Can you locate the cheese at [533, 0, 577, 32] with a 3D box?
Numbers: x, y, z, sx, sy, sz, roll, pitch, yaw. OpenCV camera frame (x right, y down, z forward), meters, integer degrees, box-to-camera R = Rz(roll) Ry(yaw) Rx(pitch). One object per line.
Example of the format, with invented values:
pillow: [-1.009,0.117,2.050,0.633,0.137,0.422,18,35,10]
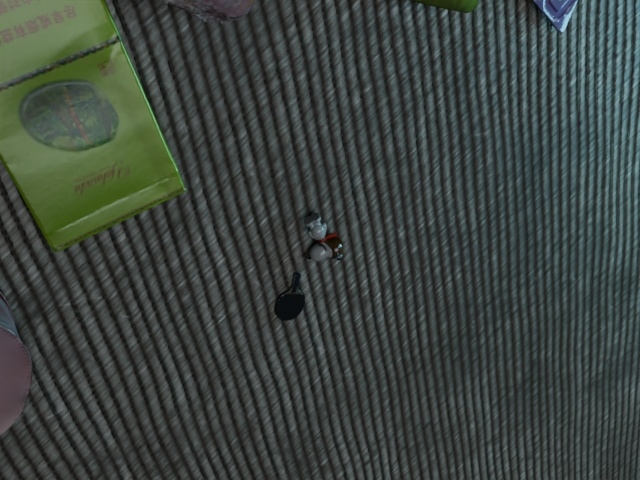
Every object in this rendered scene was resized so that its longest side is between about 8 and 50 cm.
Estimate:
cheese: [0.401,-0.420,1.127,0.105,0.042,0.191,34,96,-35]

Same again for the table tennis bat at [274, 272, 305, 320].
table tennis bat: [-0.045,0.089,1.161,0.050,0.007,0.083,1,115,-29]

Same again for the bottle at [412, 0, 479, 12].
bottle: [0.182,-0.436,0.956,0.112,0.112,0.260,1,114,-29]

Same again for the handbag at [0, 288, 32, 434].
handbag: [-0.451,0.143,0.900,0.179,0.116,0.205,3,113,-29]

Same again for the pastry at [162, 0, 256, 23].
pastry: [-0.170,-0.318,0.811,0.265,0.112,0.103,21,112,-40]

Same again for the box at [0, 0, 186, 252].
box: [-0.303,-0.164,0.869,0.187,0.047,0.335,-28,123,-15]

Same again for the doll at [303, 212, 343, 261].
doll: [0.005,-0.004,1.125,0.058,0.040,0.085,-12,120,-12]
